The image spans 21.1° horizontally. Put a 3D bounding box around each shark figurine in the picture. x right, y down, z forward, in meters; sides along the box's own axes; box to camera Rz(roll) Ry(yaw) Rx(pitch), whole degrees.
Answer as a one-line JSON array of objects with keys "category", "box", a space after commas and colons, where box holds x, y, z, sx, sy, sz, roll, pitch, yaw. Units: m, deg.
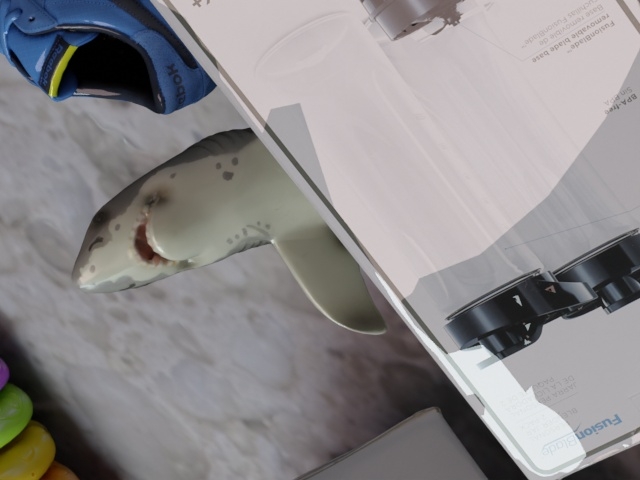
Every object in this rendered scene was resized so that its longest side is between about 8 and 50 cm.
[{"category": "shark figurine", "box": [0.027, -0.007, 0.850, 0.278, 0.166, 0.116, 24, 176, -22]}]

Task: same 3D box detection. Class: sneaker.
[{"category": "sneaker", "box": [-0.142, -0.119, 0.855, 0.209, 0.082, 0.069, 23, 138, 18]}]

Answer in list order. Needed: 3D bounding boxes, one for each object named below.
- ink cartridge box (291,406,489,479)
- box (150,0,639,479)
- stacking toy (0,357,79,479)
[{"category": "ink cartridge box", "box": [0.086, 0.294, 0.908, 0.309, 0.130, 0.272, 53, 159, 31]}, {"category": "box", "box": [0.082, -0.052, 0.720, 0.169, 0.087, 0.290, -32, 106, 27]}, {"category": "stacking toy", "box": [-0.242, 0.129, 1.117, 0.166, 0.175, 0.301, -7, 108, 38]}]
